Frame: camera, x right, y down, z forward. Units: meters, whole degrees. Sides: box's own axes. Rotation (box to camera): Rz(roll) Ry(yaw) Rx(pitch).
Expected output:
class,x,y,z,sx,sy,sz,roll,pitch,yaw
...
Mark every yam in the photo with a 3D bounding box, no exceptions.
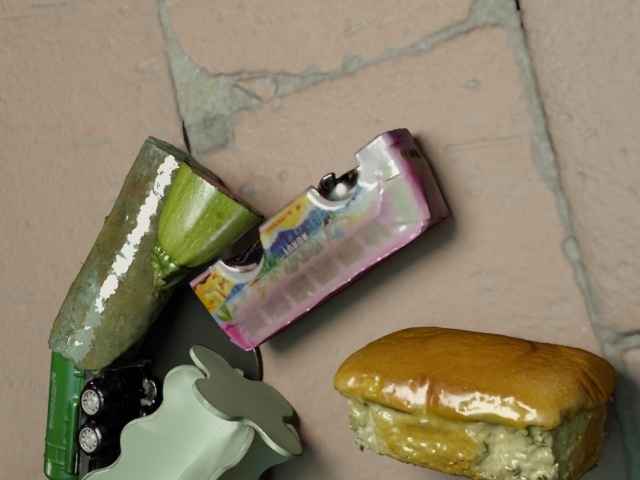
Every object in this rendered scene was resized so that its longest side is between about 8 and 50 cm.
class,x,y,z,sx,sy,sz,roll,pitch,yaw
yam,-0.203,0.019,1.198,0.106,0.106,0.259,27,92,26

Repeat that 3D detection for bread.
class,x,y,z,sx,sy,sz,roll,pitch,yaw
bread,0.141,0.147,0.993,0.246,0.174,0.121,9,98,35

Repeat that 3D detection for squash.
class,x,y,z,sx,sy,sz,roll,pitch,yaw
squash,-0.138,-0.004,1.121,0.105,0.105,0.132,38,92,23

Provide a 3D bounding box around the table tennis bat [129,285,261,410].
class,x,y,z,sx,sy,sz,roll,pitch,yaw
table tennis bat,-0.181,0.114,1.251,0.274,0.021,0.154,34,106,22

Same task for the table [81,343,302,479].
class,x,y,z,sx,sy,sz,roll,pitch,yaw
table,-0.136,0.236,1.129,0.166,0.166,0.198,43,101,22

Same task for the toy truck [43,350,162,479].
class,x,y,z,sx,sy,sz,roll,pitch,yaw
toy truck,-0.260,0.232,1.238,0.125,0.101,0.242,7,95,33

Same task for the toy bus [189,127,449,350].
class,x,y,z,sx,sy,sz,roll,pitch,yaw
toy bus,0.000,0.000,1.116,0.274,0.090,0.112,-36,84,23
